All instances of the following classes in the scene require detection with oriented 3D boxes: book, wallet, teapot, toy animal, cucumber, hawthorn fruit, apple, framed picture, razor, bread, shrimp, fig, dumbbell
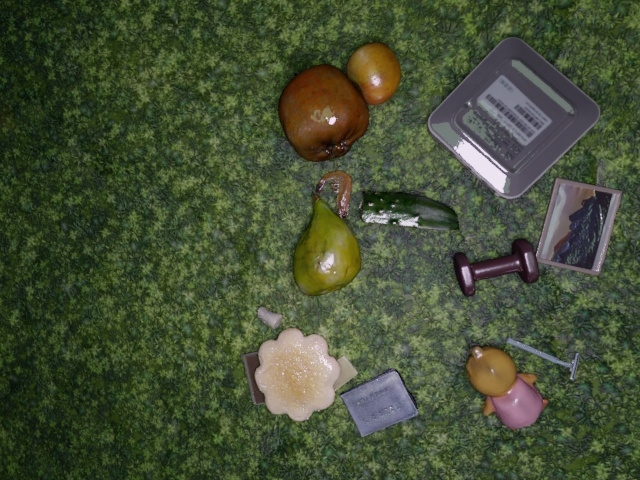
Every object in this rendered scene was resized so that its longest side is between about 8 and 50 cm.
[{"bbox_3d":[0.062,0.454,1.387,0.111,0.014,0.077,-40,84,9],"label":"book"},{"bbox_3d":[0.196,0.538,1.353,0.222,0.036,0.167,-28,86,11],"label":"wallet"},{"bbox_3d":[-0.180,0.267,1.413,0.083,0.057,0.067,29,126,14],"label":"teapot"},{"bbox_3d":[0.539,0.429,1.217,0.195,0.169,0.281,-38,85,7],"label":"toy animal"},{"bbox_3d":[0.282,-0.093,1.275,0.325,0.145,0.105,9,100,6],"label":"cucumber"},{"bbox_3d":[-0.001,-0.405,1.252,0.268,0.268,0.300,-26,82,10],"label":"hawthorn fruit"},{"bbox_3d":[0.169,-0.518,1.262,0.155,0.182,0.182,-35,85,-5],"label":"apple"},{"bbox_3d":[0.778,-0.042,1.236,0.192,0.018,0.265,13,94,9],"label":"framed picture"},{"bbox_3d":[0.681,0.349,1.260,0.211,0.036,0.084,21,71,16],"label":"razor"},{"bbox_3d":[-0.135,0.462,1.421,0.260,0.023,0.189,-16,88,11],"label":"framed picture"},{"bbox_3d":[-0.083,0.453,1.376,0.316,0.054,0.316,-1,88,13],"label":"bread"},{"bbox_3d":[0.041,-0.148,1.366,0.124,0.034,0.178,6,91,14],"label":"shrimp"},{"bbox_3d":[0.007,0.015,1.277,0.233,0.233,0.314,-11,98,11],"label":"fig"},{"bbox_3d":[0.525,0.082,1.232,0.225,0.124,0.140,-13,89,11],"label":"dumbbell"}]

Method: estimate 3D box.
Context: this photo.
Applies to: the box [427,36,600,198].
[{"bbox_3d":[0.568,-0.362,1.231,0.367,0.090,0.373,44,98,7],"label":"box"}]
